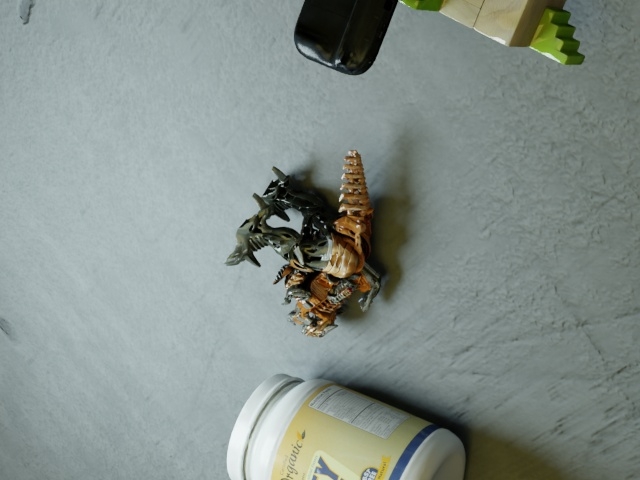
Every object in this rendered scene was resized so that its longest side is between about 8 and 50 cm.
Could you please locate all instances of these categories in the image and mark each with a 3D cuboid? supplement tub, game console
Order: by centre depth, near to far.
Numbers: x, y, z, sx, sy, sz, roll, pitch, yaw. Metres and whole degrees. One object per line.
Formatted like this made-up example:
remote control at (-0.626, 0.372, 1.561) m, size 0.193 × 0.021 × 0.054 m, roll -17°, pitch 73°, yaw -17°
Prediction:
game console at (0.058, -0.363, 1.117) m, size 0.213 × 0.044 × 0.361 m, roll 27°, pitch 101°, yaw 32°
supplement tub at (0.038, 0.348, 1.592) m, size 0.316 × 0.228 × 0.228 m, roll 19°, pitch 123°, yaw 27°

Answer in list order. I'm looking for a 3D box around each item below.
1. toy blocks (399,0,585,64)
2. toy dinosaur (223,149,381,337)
toy blocks at (0.167, -0.394, 1.158) m, size 0.381 × 0.191 × 0.261 m, roll 35°, pitch 117°, yaw 28°
toy dinosaur at (0.000, 0.000, 1.521) m, size 0.218 × 0.164 × 0.322 m, roll 25°, pitch 109°, yaw 5°
